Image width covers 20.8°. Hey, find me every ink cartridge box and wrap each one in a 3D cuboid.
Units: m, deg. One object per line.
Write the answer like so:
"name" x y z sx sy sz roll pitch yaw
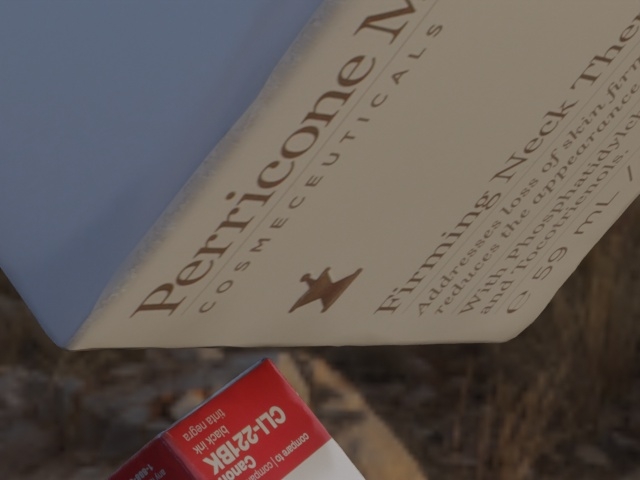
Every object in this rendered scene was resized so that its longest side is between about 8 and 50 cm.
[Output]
"ink cartridge box" -0.030 0.240 1.029 0.197 0.273 0.114 -42 -5 38

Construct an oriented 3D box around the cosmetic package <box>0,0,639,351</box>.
"cosmetic package" 0.003 -0.168 0.883 0.394 0.329 0.327 3 42 -54
